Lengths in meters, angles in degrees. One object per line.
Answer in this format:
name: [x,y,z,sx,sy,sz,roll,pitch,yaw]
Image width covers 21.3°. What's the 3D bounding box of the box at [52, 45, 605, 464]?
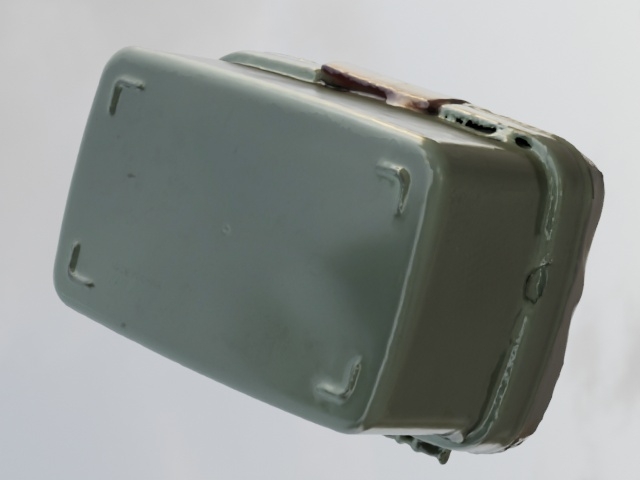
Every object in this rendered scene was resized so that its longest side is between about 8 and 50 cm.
box: [0.000,0.000,0.713,0.129,0.210,0.148,5,-78,-52]
